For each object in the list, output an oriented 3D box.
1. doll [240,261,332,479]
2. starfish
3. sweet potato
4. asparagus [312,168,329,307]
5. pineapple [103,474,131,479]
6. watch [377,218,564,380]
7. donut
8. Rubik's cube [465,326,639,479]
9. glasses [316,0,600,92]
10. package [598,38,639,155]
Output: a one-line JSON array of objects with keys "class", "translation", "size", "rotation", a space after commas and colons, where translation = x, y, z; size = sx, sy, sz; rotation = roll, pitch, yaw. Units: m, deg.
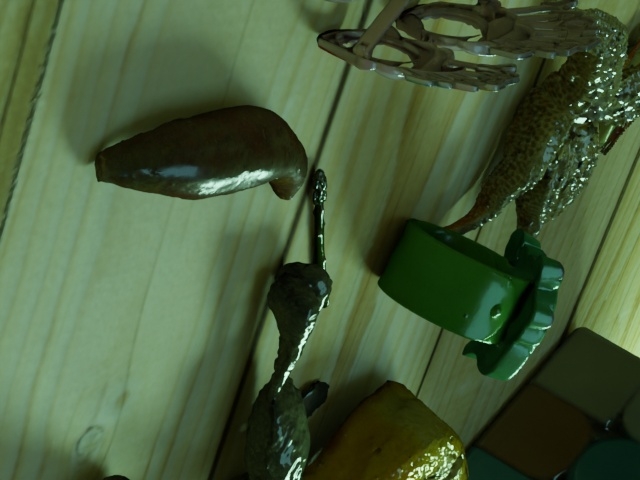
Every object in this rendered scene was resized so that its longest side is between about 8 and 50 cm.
[{"class": "doll", "translation": [-0.039, 0.165, 1.449], "size": [0.286, 0.091, 0.202], "rotation": [99, -2, -56]}, {"class": "starfish", "translation": [0.241, -0.094, 1.677], "size": [0.301, 0.084, 0.293], "rotation": [1, 126, -50]}, {"class": "sweet potato", "translation": [-0.061, -0.059, 1.214], "size": [0.078, 0.058, 0.255], "rotation": [-50, 160, 19]}, {"class": "asparagus", "translation": [0.000, 0.000, 1.428], "size": [0.016, 0.013, 0.166], "rotation": [-8, 137, -5]}, {"class": "pineapple", "translation": [-0.182, 0.304, 1.304], "size": [0.248, 0.128, 0.128], "rotation": [-54, 154, -5]}, {"class": "watch", "translation": [0.126, 0.043, 1.570], "size": [0.131, 0.152, 0.165], "rotation": [-66, -163, 12]}, {"class": "donut", "translation": [0.045, 0.259, 1.666], "size": [0.253, 0.118, 0.253], "rotation": [-35, 139, -38]}, {"class": "Rubik's cube", "translation": [0.347, 0.380, 2.065], "size": [0.346, 0.344, 0.347], "rotation": [-43, 151, -29]}, {"class": "glasses", "translation": [0.113, -0.173, 1.286], "size": [0.255, 0.162, 0.095], "rotation": [-29, 137, -47]}, {"class": "package", "translation": [0.330, -0.164, 1.823], "size": [0.108, 0.031, 0.120], "rotation": [-44, 150, -28]}]
